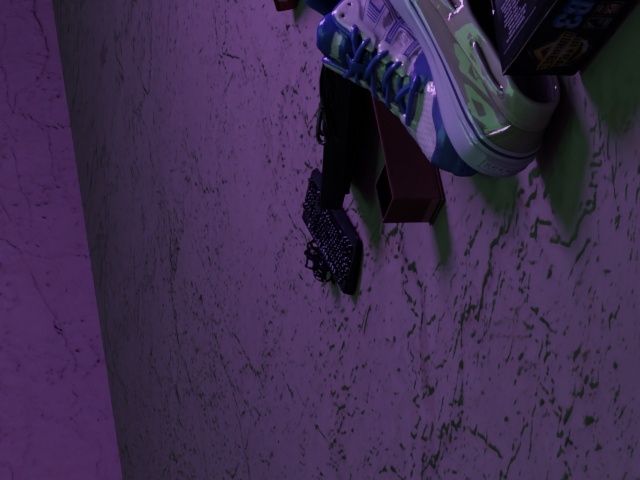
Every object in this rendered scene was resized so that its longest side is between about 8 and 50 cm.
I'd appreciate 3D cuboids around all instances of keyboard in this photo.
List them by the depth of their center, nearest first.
[{"bbox_3d":[0.026,-0.185,1.994,0.201,0.033,0.317,-60,-25,-69],"label":"keyboard"},{"bbox_3d":[0.000,0.000,2.177,0.192,0.038,0.100,-118,31,-60],"label":"keyboard"}]

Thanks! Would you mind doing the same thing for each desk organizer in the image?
[{"bbox_3d":[0.077,-0.081,1.870,0.047,0.050,0.130,113,152,-55],"label":"desk organizer"}]

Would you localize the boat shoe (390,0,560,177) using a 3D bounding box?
[{"bbox_3d":[0.130,-0.195,1.625,0.094,0.109,0.302,-50,50,44],"label":"boat shoe"}]

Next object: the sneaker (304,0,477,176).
[{"bbox_3d":[0.063,-0.157,1.775,0.296,0.131,0.112,-112,28,-49],"label":"sneaker"}]

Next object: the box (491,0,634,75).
[{"bbox_3d":[0.185,-0.314,1.435,0.295,0.073,0.293,121,146,-63],"label":"box"}]

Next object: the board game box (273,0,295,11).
[{"bbox_3d":[-0.068,-0.395,2.239,0.281,0.027,0.145,72,-170,-64],"label":"board game box"}]
